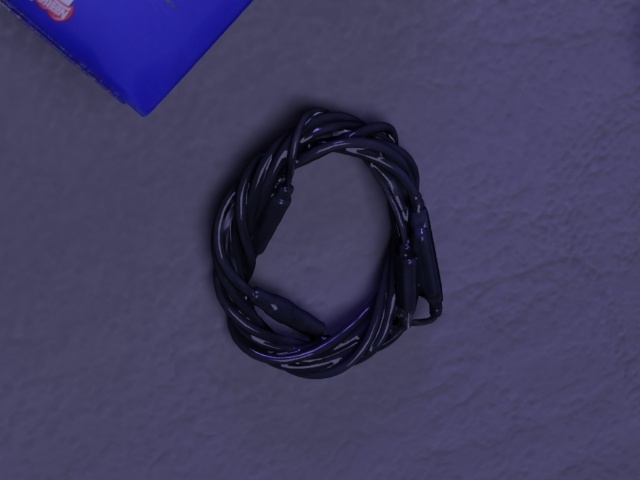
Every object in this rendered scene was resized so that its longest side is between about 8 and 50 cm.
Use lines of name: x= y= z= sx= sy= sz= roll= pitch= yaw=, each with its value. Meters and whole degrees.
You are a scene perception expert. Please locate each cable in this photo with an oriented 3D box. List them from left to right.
cable: x=0.000 y=0.000 z=1.010 sx=0.150 sy=0.047 sz=0.184 roll=-16 pitch=117 yaw=-5

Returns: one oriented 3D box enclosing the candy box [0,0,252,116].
candy box: x=-0.097 y=-0.275 z=0.823 sx=0.317 sy=0.122 sz=0.268 roll=-47 pitch=117 yaw=4
